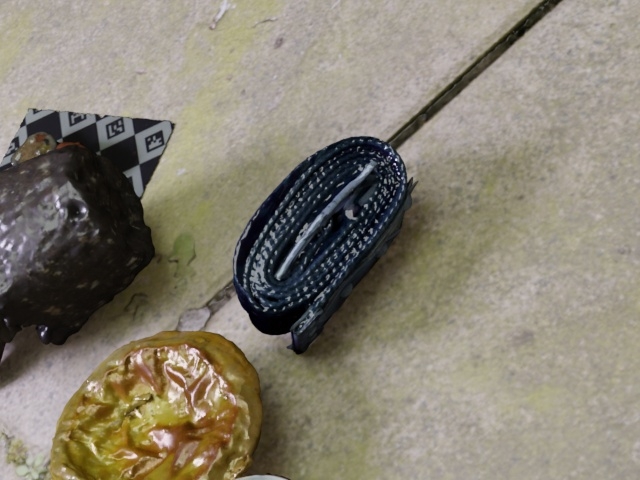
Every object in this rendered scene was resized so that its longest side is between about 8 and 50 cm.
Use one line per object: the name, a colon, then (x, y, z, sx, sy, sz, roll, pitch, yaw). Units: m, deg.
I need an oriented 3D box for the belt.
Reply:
belt: (0.000, 0.000, 1.779, 0.122, 0.128, 0.218, 38, 78, 11)

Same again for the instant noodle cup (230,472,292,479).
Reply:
instant noodle cup: (-0.031, 0.318, 1.530, 0.230, 0.182, 0.230, -15, 53, 21)

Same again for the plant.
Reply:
plant: (-0.347, 0.033, 1.884, 0.321, 0.194, 0.181, -33, 58, 14)

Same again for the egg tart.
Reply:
egg tart: (-0.154, 0.200, 1.730, 0.241, 0.106, 0.241, -15, 50, 18)

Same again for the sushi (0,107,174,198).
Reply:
sushi: (-0.310, -0.069, 2.037, 0.231, 0.047, 0.219, 7, 63, 32)
